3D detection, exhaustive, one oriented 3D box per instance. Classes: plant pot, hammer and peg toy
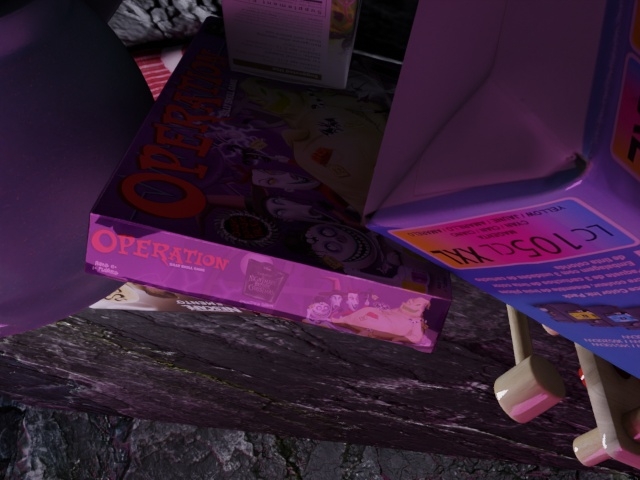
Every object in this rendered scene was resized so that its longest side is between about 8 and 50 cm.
[{"bbox_3d":[-0.258,-0.098,0.621,0.293,0.293,0.196,8,131,10],"label":"plant pot"},{"bbox_3d":[0.367,0.153,1.050,0.361,0.266,0.127,26,132,-29],"label":"hammer and peg toy"}]

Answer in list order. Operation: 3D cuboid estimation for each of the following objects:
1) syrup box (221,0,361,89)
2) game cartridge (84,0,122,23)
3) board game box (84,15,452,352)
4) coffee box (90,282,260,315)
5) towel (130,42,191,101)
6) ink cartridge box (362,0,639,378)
[{"bbox_3d":[-0.014,-0.205,0.563,0.096,0.093,0.237,10,158,3],"label":"syrup box"},{"bbox_3d":[-0.254,-0.230,0.683,0.196,0.060,0.294,20,157,-27],"label":"game cartridge"},{"bbox_3d":[-0.017,-0.066,0.623,0.208,0.347,0.056,10,122,-2],"label":"board game box"},{"bbox_3d":[-0.230,0.015,1.169,0.297,0.119,0.168,1,154,26],"label":"coffee box"},{"bbox_3d":[-0.196,-0.117,0.951,0.329,0.037,0.237,-5,150,32],"label":"towel"},{"bbox_3d":[0.239,-0.060,0.547,0.395,0.270,0.151,28,158,-35],"label":"ink cartridge box"}]
